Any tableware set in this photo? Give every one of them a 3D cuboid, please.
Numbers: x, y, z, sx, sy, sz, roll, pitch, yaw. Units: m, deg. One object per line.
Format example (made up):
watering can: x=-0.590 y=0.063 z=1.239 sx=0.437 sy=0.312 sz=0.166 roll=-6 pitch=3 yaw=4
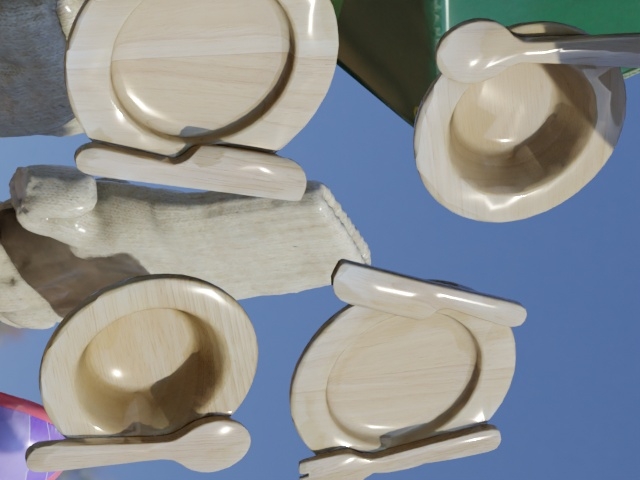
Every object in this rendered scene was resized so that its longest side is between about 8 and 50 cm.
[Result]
tableware set: x=0.000 y=0.000 z=0.471 sx=0.020 sy=0.141 sz=0.169 roll=-119 pitch=-143 yaw=-52

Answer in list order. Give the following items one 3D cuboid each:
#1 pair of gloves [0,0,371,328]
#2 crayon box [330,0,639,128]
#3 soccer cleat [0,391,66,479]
pair of gloves: x=-0.110 y=-0.036 z=0.814 sx=0.204 sy=0.240 sz=0.042 roll=-12 pitch=-127 yaw=27
crayon box: x=-0.028 y=-0.251 z=0.600 sx=0.363 sy=0.106 sz=0.313 roll=44 pitch=-30 yaw=46
soccer cleat: x=-0.196 y=0.120 z=0.874 sx=0.248 sy=0.083 sz=0.095 roll=-15 pitch=-126 yaw=46
